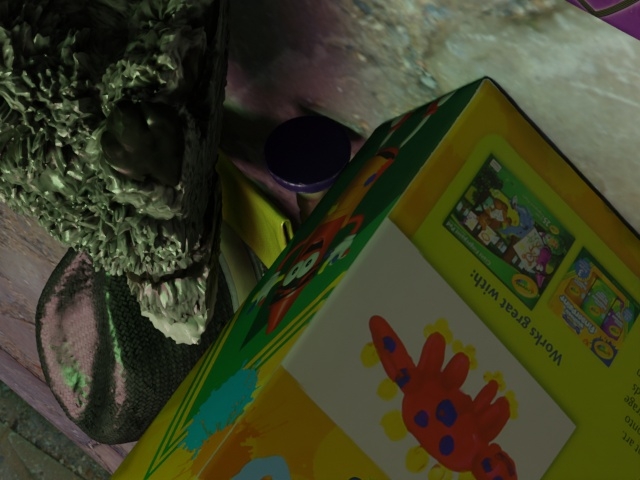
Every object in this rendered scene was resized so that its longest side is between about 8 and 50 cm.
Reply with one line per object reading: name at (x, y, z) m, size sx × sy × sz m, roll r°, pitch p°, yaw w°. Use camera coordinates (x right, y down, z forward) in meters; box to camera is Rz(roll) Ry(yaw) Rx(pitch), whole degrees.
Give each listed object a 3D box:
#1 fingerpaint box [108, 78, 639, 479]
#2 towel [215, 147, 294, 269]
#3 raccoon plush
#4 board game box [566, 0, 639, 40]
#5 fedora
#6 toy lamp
fingerpaint box at (0.128, 0.181, 0.880) m, size 0.445 × 0.371 × 0.163 m, roll 43°, pitch 156°, yaw -16°
towel at (-0.091, -0.051, 1.086) m, size 0.237 × 0.021 × 0.102 m, roll 45°, pitch 161°, yaw 36°
raccoon plush at (-0.229, -0.056, 0.904) m, size 0.299 × 0.216 × 0.446 m, roll 7°, pitch 134°, yaw 1°
board game box at (0.167, -0.207, 0.513) m, size 0.208 × 0.056 × 0.347 m, roll 27°, pitch 155°, yaw 11°
fedora at (-0.177, 0.085, 1.223) m, size 0.334 × 0.152 × 0.334 m, roll 18°, pitch 117°, yaw 40°
toy lamp at (0.000, 0.000, 1.094) m, size 0.080 × 0.080 × 0.275 m, roll 27°, pitch 152°, yaw 21°
